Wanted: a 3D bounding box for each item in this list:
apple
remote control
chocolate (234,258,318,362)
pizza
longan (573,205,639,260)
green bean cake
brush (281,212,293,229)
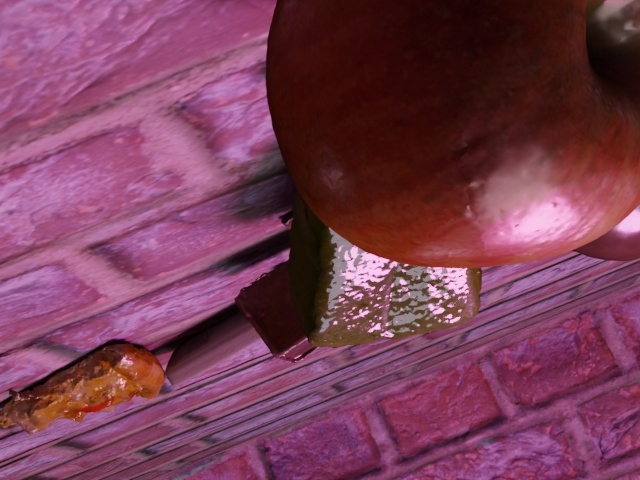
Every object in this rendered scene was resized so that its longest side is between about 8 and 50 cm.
[{"bbox_3d":[0.096,-0.123,0.651,0.302,0.301,0.301,-20,163,-6],"label":"apple"},{"bbox_3d":[-0.136,0.147,1.535,0.310,0.038,0.090,-31,-158,26],"label":"remote control"},{"bbox_3d":[0.050,0.039,1.264,0.321,0.112,0.112,-35,158,7],"label":"chocolate"},{"bbox_3d":[-0.392,0.260,1.551,0.288,0.075,0.280,-23,163,1],"label":"pizza"},{"bbox_3d":[0.395,-0.083,1.234,0.248,0.248,0.248,-20,163,-6],"label":"longan"},{"bbox_3d":[0.078,0.000,1.088,0.222,0.125,0.248,-8,131,-12],"label":"green bean cake"},{"bbox_3d":[0.000,0.000,1.315,0.043,0.036,0.248,-29,156,8],"label":"brush"}]
